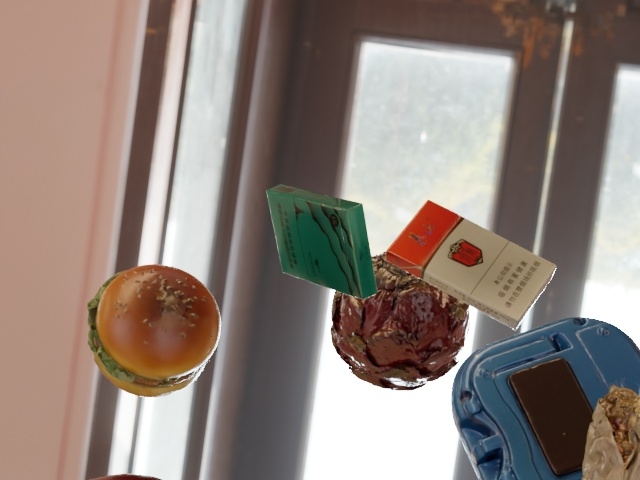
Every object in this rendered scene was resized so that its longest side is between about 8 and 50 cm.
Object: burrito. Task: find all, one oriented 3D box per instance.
[{"bbox_3d":[0.367,0.386,1.432,0.076,0.392,0.117,11,177,-4],"label":"burrito"}]

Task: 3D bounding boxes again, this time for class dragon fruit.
[{"bbox_3d":[0.170,0.171,2.383,0.329,0.329,0.329,8,-176,-1],"label":"dragon fruit"}]

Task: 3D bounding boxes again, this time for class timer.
[{"bbox_3d":[0.372,0.279,1.653,0.309,0.340,0.115,-19,145,-5],"label":"timer"}]

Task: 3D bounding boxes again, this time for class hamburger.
[{"bbox_3d":[-0.293,0.150,1.959,0.246,0.246,0.170,7,146,-20],"label":"hamburger"}]

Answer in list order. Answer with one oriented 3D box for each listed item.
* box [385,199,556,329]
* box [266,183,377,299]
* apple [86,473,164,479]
[{"bbox_3d":[0.244,0.036,1.799,0.245,0.139,0.035,30,148,19],"label":"box"},{"bbox_3d":[0.000,0.000,1.858,0.042,0.161,0.226,-25,-156,-32],"label":"box"},{"bbox_3d":[-0.294,0.486,1.615,0.288,0.288,0.317,9,152,15],"label":"apple"}]
